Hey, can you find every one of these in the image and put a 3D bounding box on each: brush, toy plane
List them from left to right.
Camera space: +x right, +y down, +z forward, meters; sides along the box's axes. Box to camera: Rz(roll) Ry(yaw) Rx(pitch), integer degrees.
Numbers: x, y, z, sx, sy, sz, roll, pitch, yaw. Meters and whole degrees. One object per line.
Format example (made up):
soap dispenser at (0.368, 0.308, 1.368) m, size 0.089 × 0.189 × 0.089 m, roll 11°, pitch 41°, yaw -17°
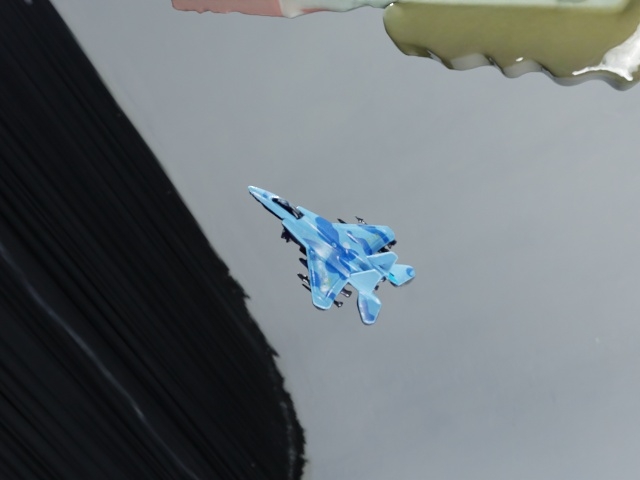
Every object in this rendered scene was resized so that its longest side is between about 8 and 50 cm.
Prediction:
toy plane at (-0.001, 0.005, 0.980) m, size 0.246 × 0.078 × 0.169 m, roll 31°, pitch 53°, yaw 19°
brush at (0.024, -0.132, 0.389) m, size 0.301 × 0.084 × 0.071 m, roll 14°, pitch 26°, yaw 33°
